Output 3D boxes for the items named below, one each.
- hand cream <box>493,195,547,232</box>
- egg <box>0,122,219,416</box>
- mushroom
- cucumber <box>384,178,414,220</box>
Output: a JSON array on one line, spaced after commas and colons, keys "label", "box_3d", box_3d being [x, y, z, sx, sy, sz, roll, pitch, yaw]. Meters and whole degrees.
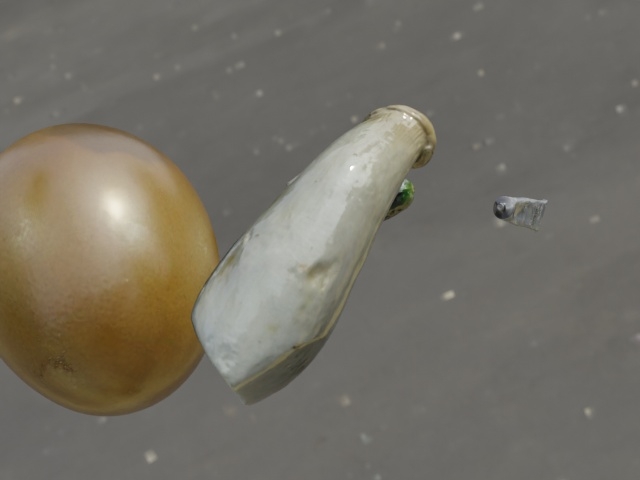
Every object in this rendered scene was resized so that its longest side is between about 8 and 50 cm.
[{"label": "hand cream", "box_3d": [0.172, -0.023, 1.303, 0.019, 0.030, 0.093, 19, 7, 32]}, {"label": "egg", "box_3d": [-0.255, 0.030, 1.721, 0.283, 0.282, 0.351, -22, 61, 4]}, {"label": "mushroom", "box_3d": [0.000, 0.000, 1.190, 0.270, 0.103, 0.118, -52, -8, -8]}, {"label": "cucumber", "box_3d": [0.026, -0.035, 2.215, 0.241, 0.074, 0.074, -19, 23, 25]}]
